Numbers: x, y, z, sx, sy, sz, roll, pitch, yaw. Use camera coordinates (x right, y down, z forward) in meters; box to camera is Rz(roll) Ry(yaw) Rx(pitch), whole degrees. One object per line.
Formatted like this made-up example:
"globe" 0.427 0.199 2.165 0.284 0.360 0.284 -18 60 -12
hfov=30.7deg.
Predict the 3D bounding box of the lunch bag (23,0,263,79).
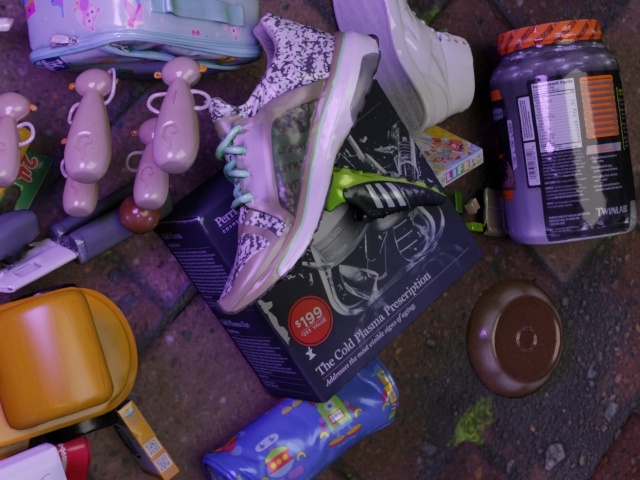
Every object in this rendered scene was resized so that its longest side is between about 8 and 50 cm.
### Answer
"lunch bag" -0.221 -0.269 1.487 0.279 0.224 0.107 -4 93 -50

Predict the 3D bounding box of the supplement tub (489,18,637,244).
"supplement tub" 0.382 -0.169 1.855 0.207 0.207 0.337 -8 93 -29

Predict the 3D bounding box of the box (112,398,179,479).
"box" -0.248 0.259 1.567 0.028 0.081 0.136 -36 106 -25

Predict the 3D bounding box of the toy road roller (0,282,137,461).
"toy road roller" -0.381 0.160 1.391 0.330 0.240 0.202 -16 83 -27

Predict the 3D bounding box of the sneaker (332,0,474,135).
"sneaker" 0.133 -0.315 1.795 0.169 0.108 0.292 -25 93 -45

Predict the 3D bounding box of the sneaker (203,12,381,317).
"sneaker" -0.077 -0.104 1.455 0.182 0.158 0.410 23 74 -11

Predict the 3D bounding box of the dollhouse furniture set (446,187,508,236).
"dollhouse furniture set" 0.239 -0.046 1.877 0.152 0.059 0.076 7 77 -48

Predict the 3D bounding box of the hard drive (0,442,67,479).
"hard drive" -0.425 0.398 1.286 0.353 0.047 0.233 -20 98 -33

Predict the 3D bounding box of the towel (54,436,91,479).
"towel" -0.415 0.333 1.424 0.275 0.198 0.031 -16 57 -28

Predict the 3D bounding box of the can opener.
"can opener" -0.317 -0.022 1.504 0.283 0.076 0.095 -34 130 -36

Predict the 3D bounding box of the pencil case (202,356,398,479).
"pencil case" -0.022 0.281 1.667 0.306 0.119 0.133 -35 77 -25

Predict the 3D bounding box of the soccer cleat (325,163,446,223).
"soccer cleat" 0.084 -0.056 1.574 0.179 0.060 0.072 8 94 -22

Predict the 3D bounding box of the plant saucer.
"plant saucer" 0.330 0.161 1.915 0.199 0.036 0.198 0 89 -29

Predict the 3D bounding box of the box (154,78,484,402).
"box" 0.000 0.000 1.656 0.343 0.179 0.312 -41 106 -24

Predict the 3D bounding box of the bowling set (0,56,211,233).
"bowling set" -0.264 -0.111 1.463 0.287 0.200 0.154 -3 63 6

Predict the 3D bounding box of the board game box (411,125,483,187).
"board game box" 0.154 -0.134 1.763 0.103 0.154 0.026 -32 133 -26

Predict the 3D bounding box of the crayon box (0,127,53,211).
"crayon box" -0.500 -0.099 1.439 0.319 0.081 0.202 30 74 -25

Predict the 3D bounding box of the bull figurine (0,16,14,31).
"bull figurine" -0.445 -0.374 1.463 0.188 0.101 0.310 35 77 -30
